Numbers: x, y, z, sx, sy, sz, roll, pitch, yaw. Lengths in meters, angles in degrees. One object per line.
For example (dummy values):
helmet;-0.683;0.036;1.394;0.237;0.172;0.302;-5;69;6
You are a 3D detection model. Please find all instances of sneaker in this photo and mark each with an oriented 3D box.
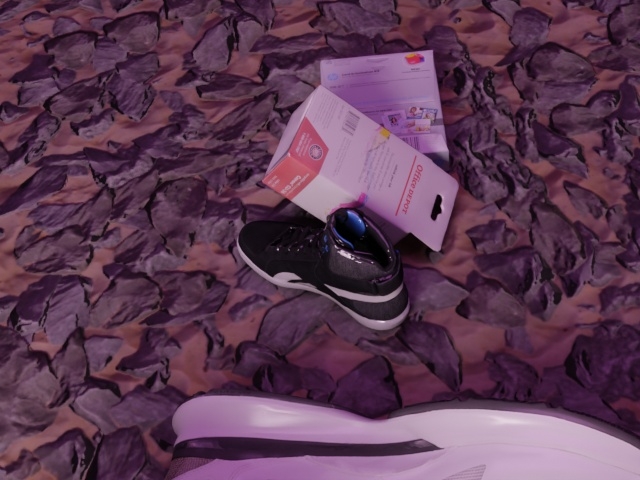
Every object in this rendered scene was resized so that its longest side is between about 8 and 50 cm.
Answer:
sneaker;0.064;0.273;0.931;0.447;0.169;0.257;0;57;18
sneaker;0.000;0.000;1.180;0.217;0.121;0.079;25;55;26

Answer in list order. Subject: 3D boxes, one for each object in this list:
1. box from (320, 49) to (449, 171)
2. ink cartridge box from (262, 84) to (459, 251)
box;0.075;-0.154;1.364;0.145;0.038;0.186;-5;49;2
ink cartridge box;0.048;-0.065;1.233;0.198;0.067;0.115;33;51;-14
